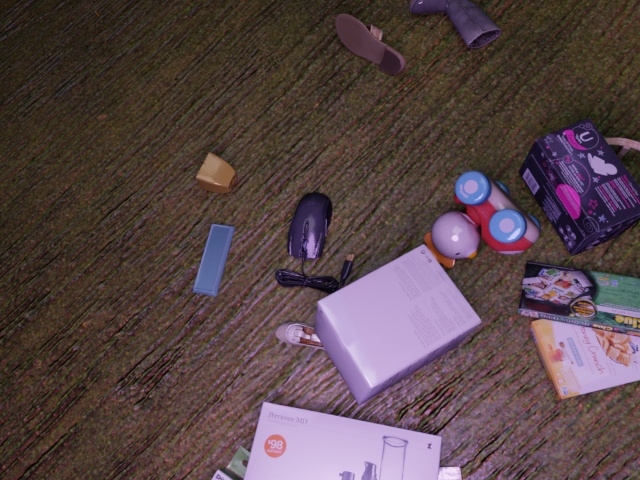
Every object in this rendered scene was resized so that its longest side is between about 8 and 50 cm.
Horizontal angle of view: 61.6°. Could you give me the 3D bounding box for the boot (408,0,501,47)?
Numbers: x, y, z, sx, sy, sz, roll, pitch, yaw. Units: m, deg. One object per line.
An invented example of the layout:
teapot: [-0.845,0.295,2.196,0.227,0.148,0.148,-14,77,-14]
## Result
boot: [0.369,-0.614,1.489,0.190,0.076,0.208,-22,75,3]

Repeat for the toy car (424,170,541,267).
toy car: [0.347,-0.015,1.232,0.238,0.219,0.210,-45,68,23]

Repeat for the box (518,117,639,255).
box: [0.591,-0.119,1.220,0.142,0.163,0.247,-22,69,-3]

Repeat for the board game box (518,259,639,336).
board game box: [0.575,0.124,1.168,0.260,0.030,0.136,10,53,22]

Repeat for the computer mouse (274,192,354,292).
computer mouse: [0.000,0.000,1.324,0.184,0.060,0.261,13,73,14]

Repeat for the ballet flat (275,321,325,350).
ballet flat: [-0.028,0.220,1.253,0.169,0.052,0.057,8,72,12]

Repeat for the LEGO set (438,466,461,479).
LEGO set: [0.232,0.558,1.089,0.245,0.060,0.182,-6,70,10]

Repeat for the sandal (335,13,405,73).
sandal: [0.151,-0.556,1.506,0.240,0.088,0.079,41,50,13]

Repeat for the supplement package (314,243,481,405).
supplement package: [0.150,0.181,1.135,0.263,0.198,0.199,-27,68,-16]

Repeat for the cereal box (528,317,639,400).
cereal box: [0.598,0.229,1.154,0.240,0.047,0.172,-16,66,3]

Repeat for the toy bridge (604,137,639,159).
toy bridge: [0.726,-0.219,1.288,0.188,0.063,0.026,18,74,14]

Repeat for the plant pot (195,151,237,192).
plant pot: [-0.268,-0.170,1.420,0.083,0.081,0.081,23,75,3]

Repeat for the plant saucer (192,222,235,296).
plant saucer: [-0.274,0.045,1.374,0.067,0.018,0.191,9,71,12]

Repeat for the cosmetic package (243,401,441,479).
cosmetic package: [0.036,0.506,1.072,0.378,0.097,0.284,8,59,9]

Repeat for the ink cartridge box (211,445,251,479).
ink cartridge box: [-0.196,0.564,1.150,0.109,0.062,0.209,29,77,18]
